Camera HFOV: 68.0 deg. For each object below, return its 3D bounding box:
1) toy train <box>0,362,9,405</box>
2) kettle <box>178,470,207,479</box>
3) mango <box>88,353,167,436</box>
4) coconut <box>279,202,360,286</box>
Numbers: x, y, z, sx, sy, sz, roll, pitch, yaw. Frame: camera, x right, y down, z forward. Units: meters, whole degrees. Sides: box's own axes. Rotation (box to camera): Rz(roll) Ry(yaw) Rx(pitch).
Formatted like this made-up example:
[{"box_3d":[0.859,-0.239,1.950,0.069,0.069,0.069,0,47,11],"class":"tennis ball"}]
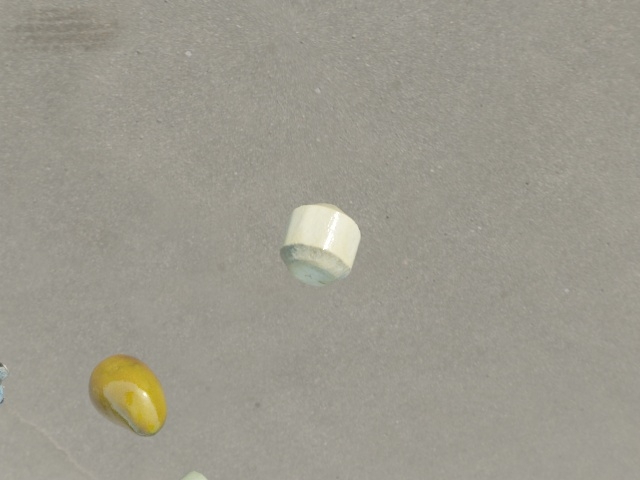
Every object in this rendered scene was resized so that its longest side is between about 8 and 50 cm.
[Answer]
[{"box_3d":[-0.778,0.306,0.918,0.131,0.300,0.202,15,125,23],"class":"toy train"},{"box_3d":[-0.355,0.634,1.152,0.127,0.148,0.098,41,110,19],"class":"kettle"},{"box_3d":[-0.560,0.453,1.393,0.173,0.317,0.211,-21,118,-43],"class":"mango"},{"box_3d":[0.000,0.000,1.255,0.202,0.222,0.202,12,152,7],"class":"coconut"}]
